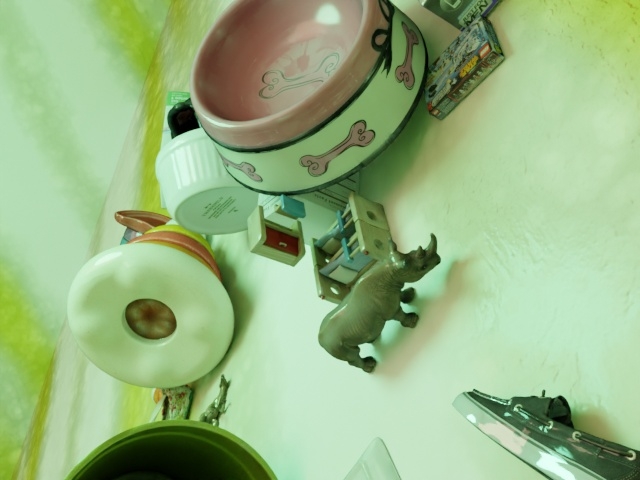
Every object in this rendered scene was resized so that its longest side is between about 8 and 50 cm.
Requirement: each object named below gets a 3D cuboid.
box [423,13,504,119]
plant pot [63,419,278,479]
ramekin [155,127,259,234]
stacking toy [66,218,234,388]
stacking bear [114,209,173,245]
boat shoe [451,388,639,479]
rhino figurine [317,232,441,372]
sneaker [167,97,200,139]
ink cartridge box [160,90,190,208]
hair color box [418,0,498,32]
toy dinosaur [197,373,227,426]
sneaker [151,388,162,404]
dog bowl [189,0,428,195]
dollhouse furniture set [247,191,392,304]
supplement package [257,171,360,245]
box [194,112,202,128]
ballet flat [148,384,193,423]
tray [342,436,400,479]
[{"bbox_3d":[0.211,-0.261,0.991,0.137,0.027,0.094,-44,36,39],"label":"box"},{"bbox_3d":[-0.270,0.492,1.059,0.353,0.366,0.367,139,142,-61],"label":"plant pot"},{"bbox_3d":[-0.210,-0.115,1.394,0.273,0.272,0.127,-38,55,44],"label":"ramekin"},{"bbox_3d":[-0.349,0.081,1.547,0.351,0.350,0.480,-57,12,22],"label":"stacking toy"},{"bbox_3d":[-0.520,0.072,1.909,0.164,0.175,0.289,-30,-43,-73],"label":"stacking bear"},{"bbox_3d":[0.223,0.187,0.641,0.076,0.080,0.228,-54,25,-7],"label":"boat shoe"},{"bbox_3d":[0.085,0.082,0.906,0.243,0.106,0.073,-54,33,26],"label":"rhino figurine"},{"bbox_3d":[-0.277,-0.321,1.657,0.185,0.202,0.483,-59,22,31],"label":"sneaker"},{"bbox_3d":[-0.382,-0.250,1.841,0.201,0.117,0.278,104,166,-52],"label":"ink cartridge box"},{"bbox_3d":[0.217,-0.504,1.056,0.185,0.110,0.339,-48,34,32],"label":"hair color box"},{"bbox_3d":[-0.230,0.365,1.344,0.183,0.053,0.092,-55,16,11],"label":"toy dinosaur"},{"bbox_3d":[-0.351,0.313,1.575,0.067,0.064,0.175,3,79,40],"label":"sneaker"},{"bbox_3d":[-0.040,-0.283,1.080,0.407,0.150,0.408,-14,58,24],"label":"dog bowl"},{"bbox_3d":[0.000,0.000,1.024,0.129,0.183,0.129,-48,35,34],"label":"dollhouse furniture set"},{"bbox_3d":[-0.018,-0.135,1.193,0.139,0.133,0.244,-31,46,48],"label":"supplement package"},{"bbox_3d":[-0.206,-0.280,1.393,0.159,0.044,0.233,68,152,20],"label":"box"},{"bbox_3d":[-0.352,0.433,1.465,0.091,0.077,0.241,-16,59,55],"label":"ballet flat"},{"bbox_3d":[0.072,0.391,0.812,0.145,0.030,0.270,-59,30,21],"label":"tray"}]
